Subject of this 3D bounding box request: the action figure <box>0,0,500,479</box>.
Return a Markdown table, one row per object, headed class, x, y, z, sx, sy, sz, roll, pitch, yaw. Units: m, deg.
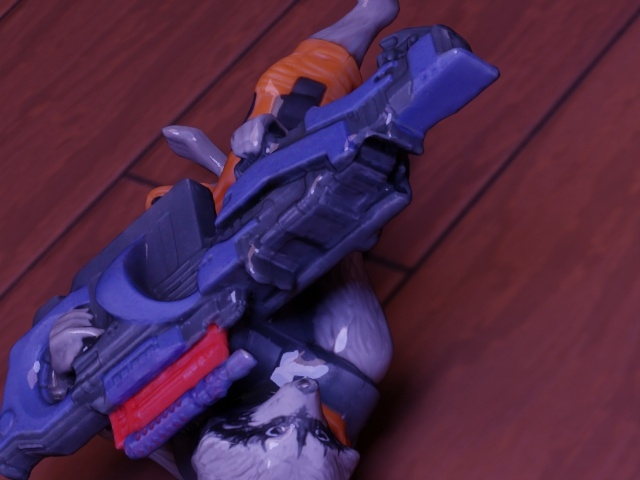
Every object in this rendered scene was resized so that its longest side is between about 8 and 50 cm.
| class | x | y | z | sx | sy | sz | roll | pitch | yaw |
| --- | --- | --- | --- | --- | --- | --- | --- | --- | --- |
| action figure | 0.000 | 0.000 | 0.932 | 0.341 | 0.178 | 0.330 | -34 | 36 | 36 |
